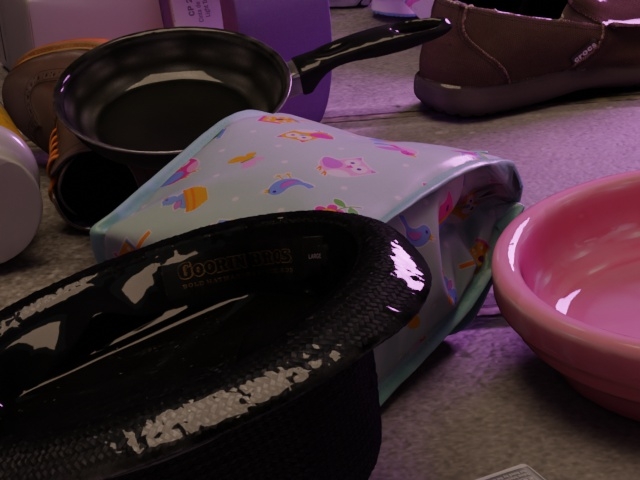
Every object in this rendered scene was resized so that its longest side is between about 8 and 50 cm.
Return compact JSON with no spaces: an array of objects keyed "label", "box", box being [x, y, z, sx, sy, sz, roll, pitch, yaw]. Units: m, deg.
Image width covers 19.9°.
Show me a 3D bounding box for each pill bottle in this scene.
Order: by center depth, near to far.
[{"label":"pill bottle","box":[-0.308,-0.060,1.573,0.119,0.119,0.208,-12,25,-17]}]

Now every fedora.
[{"label":"fedora","box":[-0.080,0.111,1.071,0.334,0.153,0.334,-17,20,6]}]

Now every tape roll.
[{"label":"tape roll","box":[-0.078,-0.228,1.714,0.090,0.275,0.275,-13,25,-18]}]

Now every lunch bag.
[{"label":"lunch bag","box":[0.000,0.000,1.336,0.223,0.160,0.262,10,34,32]}]

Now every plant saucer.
[{"label":"plant saucer","box":[0.287,0.041,1.277,0.332,0.084,0.332,-4,23,2]}]

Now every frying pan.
[{"label":"frying pan","box":[-0.071,-0.143,1.536,0.326,0.053,0.197,-27,43,-30]}]

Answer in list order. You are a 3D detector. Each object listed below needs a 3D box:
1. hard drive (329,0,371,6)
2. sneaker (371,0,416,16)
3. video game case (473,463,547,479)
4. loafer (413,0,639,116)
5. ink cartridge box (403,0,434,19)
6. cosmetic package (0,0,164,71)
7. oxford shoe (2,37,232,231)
[{"label":"hard drive","box":[-0.110,-0.387,2.128,0.338,0.237,0.064,0,25,9]},{"label":"sneaker","box":[0.151,-0.328,2.122,0.228,0.092,0.087,-24,29,-39]},{"label":"video game case","box":[0.083,0.197,1.039,0.190,0.022,0.173,-15,26,-22]},{"label":"loafer","box":[0.263,-0.221,1.811,0.365,0.130,0.134,-16,26,-24]},{"label":"ink cartridge box","box":[0.141,-0.296,1.978,0.115,0.067,0.198,-22,58,-32]},{"label":"cosmetic package","box":[-0.219,-0.239,1.940,0.224,0.138,0.225,-13,26,-17]},{"label":"oxford shoe","box":[-0.200,-0.088,1.611,0.132,0.130,0.363,-26,32,-31]}]
